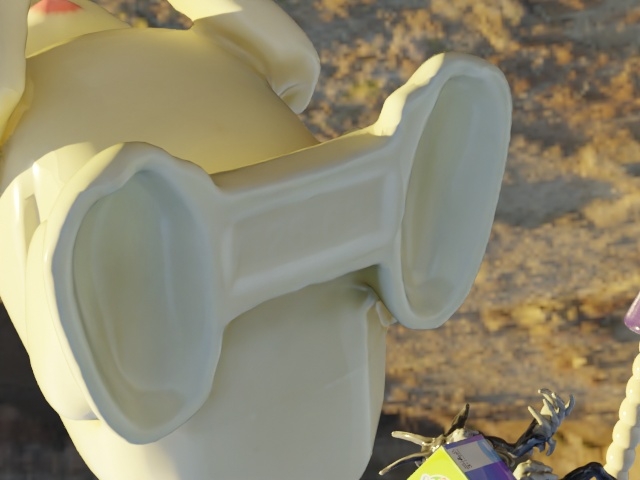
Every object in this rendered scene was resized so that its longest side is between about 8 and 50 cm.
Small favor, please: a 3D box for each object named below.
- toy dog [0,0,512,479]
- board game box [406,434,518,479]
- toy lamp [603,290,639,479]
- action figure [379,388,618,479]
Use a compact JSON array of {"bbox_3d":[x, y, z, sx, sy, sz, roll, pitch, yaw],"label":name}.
[{"bbox_3d":[-0.113,-0.022,0.839,0.284,0.395,0.408,-27,-139,-26],"label":"toy dog"},{"bbox_3d":[0.152,0.372,1.077,0.233,0.347,0.078,-50,155,23],"label":"board game box"},{"bbox_3d":[0.338,0.164,1.357,0.080,0.275,0.080,11,-166,-3],"label":"toy lamp"},{"bbox_3d":[0.204,0.224,1.242,0.275,0.164,0.141,19,132,3],"label":"action figure"}]
